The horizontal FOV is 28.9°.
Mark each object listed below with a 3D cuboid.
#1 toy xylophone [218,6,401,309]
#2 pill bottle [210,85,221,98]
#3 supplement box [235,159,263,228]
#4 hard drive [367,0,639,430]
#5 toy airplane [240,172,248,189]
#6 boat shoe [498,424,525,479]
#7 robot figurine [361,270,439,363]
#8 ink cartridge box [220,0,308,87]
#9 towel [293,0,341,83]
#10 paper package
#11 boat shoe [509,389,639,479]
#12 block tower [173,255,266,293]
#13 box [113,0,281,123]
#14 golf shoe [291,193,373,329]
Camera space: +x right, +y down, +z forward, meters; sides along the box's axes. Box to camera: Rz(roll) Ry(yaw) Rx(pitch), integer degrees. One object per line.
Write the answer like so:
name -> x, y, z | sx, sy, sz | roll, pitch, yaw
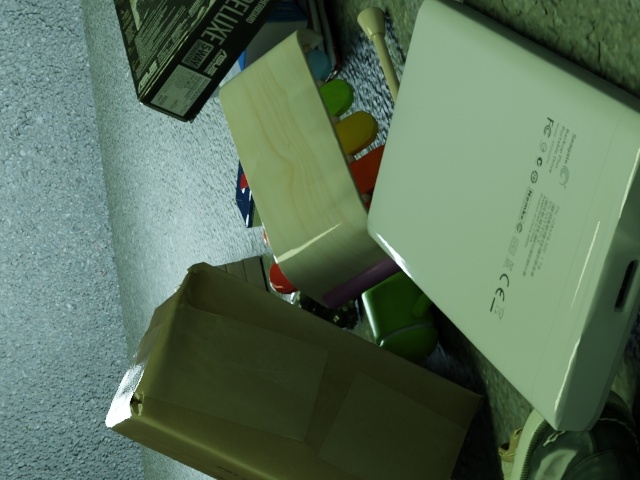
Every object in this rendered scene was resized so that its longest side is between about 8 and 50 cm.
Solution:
toy xylophone -> 0.010, -0.098, 1.314 | 0.236, 0.081, 0.323 | -25, 65, 27
pill bottle -> -0.194, -0.311, 1.893 | 0.103, 0.103, 0.184 | -138, 41, -63
supplement box -> -0.064, -0.069, 1.661 | 0.083, 0.083, 0.056 | 100, 153, -49
hard drive -> 0.146, -0.040, 0.999 | 0.353, 0.047, 0.233 | -131, 50, -58
toy airplane -> -0.053, -0.086, 1.555 | 0.151, 0.028, 0.151 | -18, 63, 38
boat shoe -> 0.185, 0.183, 1.087 | 0.135, 0.050, 0.045 | 120, 131, -65
robot figurine -> 0.084, 0.079, 1.312 | 0.101, 0.067, 0.115 | -47, 55, 54
ink cartridge box -> -0.093, -0.263, 1.534 | 0.231, 0.078, 0.134 | -120, 30, -48
towel -> -0.052, -0.276, 1.587 | 0.329, 0.037, 0.237 | 144, 116, -69
paper package -> -0.042, 0.180, 1.305 | 0.168, 0.325, 0.309 | -67, 9, -16
boat shoe -> 0.201, 0.285, 0.975 | 0.113, 0.127, 0.340 | -109, 25, -63
block tower -> -0.167, 0.095, 2.074 | 0.335, 0.091, 0.097 | 159, 99, -72
box -> -0.120, -0.326, 1.422 | 0.307, 0.076, 0.242 | -49, 40, 27
golf shoe -> 0.000, 0.000, 1.480 | 0.273, 0.105, 0.120 | 103, 158, -51
